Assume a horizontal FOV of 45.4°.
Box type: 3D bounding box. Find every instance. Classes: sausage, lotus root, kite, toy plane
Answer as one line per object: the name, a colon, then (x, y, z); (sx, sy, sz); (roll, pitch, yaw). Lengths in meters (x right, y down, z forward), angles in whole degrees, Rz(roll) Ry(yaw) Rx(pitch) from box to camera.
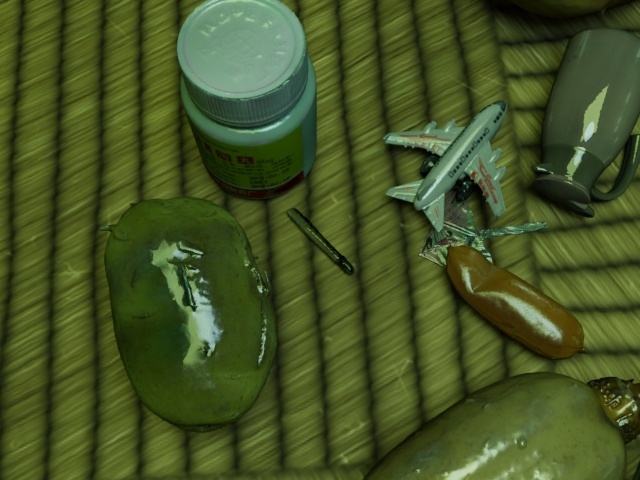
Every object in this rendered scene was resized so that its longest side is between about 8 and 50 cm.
sausage: (0.206, 0.070, 0.826); (0.183, 0.054, 0.062); (34, 54, 12)
lotus root: (0.175, 0.227, 0.727); (0.343, 0.151, 0.169); (-31, 80, -14)
kite: (0.183, -0.010, 0.879); (0.152, 0.005, 0.137); (-18, 73, -6)
toy plane: (0.158, -0.093, 0.872); (0.162, 0.065, 0.171); (38, 72, 19)

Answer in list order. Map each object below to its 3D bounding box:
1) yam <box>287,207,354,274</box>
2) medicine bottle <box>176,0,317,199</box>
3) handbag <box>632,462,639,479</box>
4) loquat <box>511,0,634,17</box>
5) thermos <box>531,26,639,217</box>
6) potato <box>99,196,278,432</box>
yam: (0.000, 0.000, 0.872); (0.014, 0.014, 0.107); (-42, 76, -12)
medicine bottle: (-0.073, -0.144, 0.810); (0.139, 0.225, 0.139); (0, 70, 0)
handbag: (0.434, 0.206, 0.682); (0.222, 0.241, 0.263); (28, 76, 9)
loquat: (0.304, -0.401, 0.873); (0.275, 0.275, 0.275); (0, 72, 1)
thermos: (0.315, -0.123, 0.872); (0.137, 0.105, 0.193); (29, 76, -23)
potato: (-0.131, 0.069, 0.783); (0.169, 0.143, 0.248); (-15, 72, 7)
